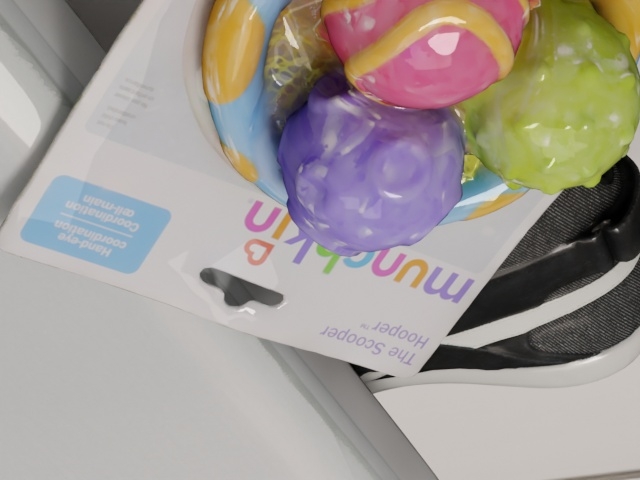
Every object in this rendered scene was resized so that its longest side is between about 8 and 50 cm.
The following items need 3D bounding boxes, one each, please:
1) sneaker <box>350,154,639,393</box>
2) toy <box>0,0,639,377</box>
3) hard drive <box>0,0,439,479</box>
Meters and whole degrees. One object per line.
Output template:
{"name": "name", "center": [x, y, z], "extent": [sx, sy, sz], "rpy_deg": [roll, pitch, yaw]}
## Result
{"name": "sneaker", "center": [0.000, 0.000, 0.539], "extent": [0.217, 0.079, 0.121], "rpy_deg": [-10, 139, 6]}
{"name": "toy", "center": [0.040, -0.052, 0.375], "extent": [0.137, 0.056, 0.237], "rpy_deg": [21, 117, -30]}
{"name": "hard drive", "center": [-0.127, 0.039, 0.494], "extent": [0.233, 0.047, 0.353], "rpy_deg": [-19, 131, 21]}
